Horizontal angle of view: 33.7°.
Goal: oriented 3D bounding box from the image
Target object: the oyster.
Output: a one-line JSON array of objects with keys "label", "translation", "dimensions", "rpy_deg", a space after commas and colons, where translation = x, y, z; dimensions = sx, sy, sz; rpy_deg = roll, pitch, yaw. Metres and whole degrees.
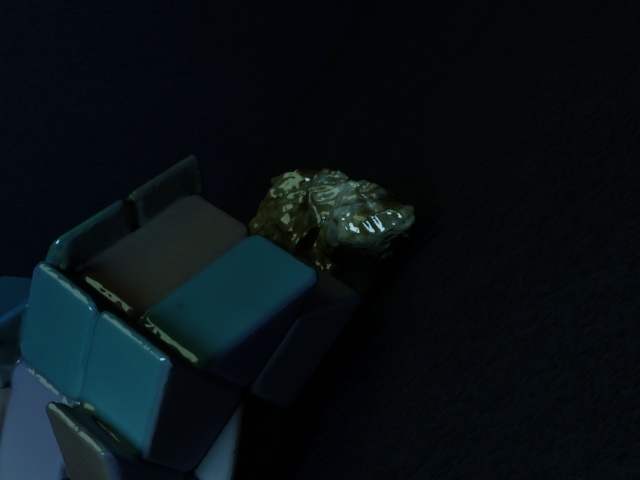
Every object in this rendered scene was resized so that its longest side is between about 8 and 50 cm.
[{"label": "oyster", "translation": [-0.001, 0.005, 1.196], "dimensions": [0.110, 0.166, 0.341], "rpy_deg": [-51, 27, -17]}]

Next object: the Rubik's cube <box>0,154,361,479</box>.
[{"label": "Rubik's cube", "translation": [-0.165, 0.121, 1.064], "dimensions": [0.387, 0.358, 0.368], "rpy_deg": [-57, -30, -4]}]
